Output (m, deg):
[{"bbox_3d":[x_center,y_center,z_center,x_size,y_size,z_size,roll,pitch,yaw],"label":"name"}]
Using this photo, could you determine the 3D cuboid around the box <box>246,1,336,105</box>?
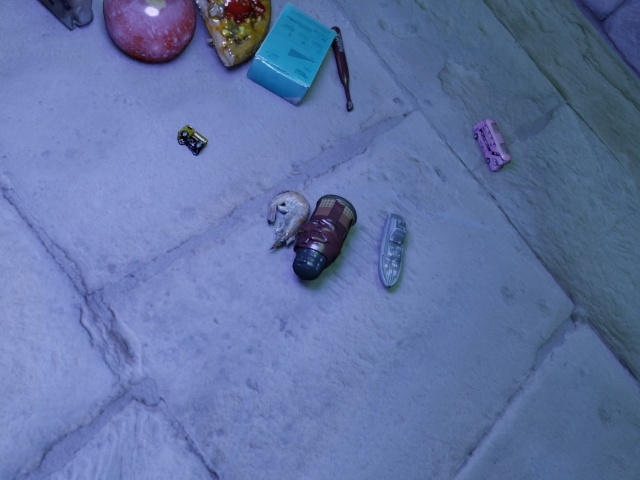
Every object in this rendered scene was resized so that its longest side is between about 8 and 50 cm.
[{"bbox_3d":[-0.096,-0.630,1.855,0.205,0.118,0.311,27,58,-10],"label":"box"}]

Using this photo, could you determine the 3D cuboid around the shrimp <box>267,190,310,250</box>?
[{"bbox_3d":[-0.111,-0.065,1.628,0.126,0.047,0.223,31,54,-4],"label":"shrimp"}]

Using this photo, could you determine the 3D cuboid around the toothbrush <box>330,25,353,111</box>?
[{"bbox_3d":[0.080,-0.624,1.985,0.041,0.041,0.363,1,67,-25],"label":"toothbrush"}]

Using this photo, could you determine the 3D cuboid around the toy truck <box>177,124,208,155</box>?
[{"bbox_3d":[-0.377,-0.298,1.607,0.083,0.049,0.054,38,55,-7],"label":"toy truck"}]

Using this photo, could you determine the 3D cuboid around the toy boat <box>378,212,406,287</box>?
[{"bbox_3d":[0.226,0.029,1.721,0.078,0.085,0.260,21,60,-17],"label":"toy boat"}]

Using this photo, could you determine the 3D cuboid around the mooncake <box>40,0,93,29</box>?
[{"bbox_3d":[-0.735,-0.761,1.531,0.254,0.250,0.136,42,58,-1],"label":"mooncake"}]

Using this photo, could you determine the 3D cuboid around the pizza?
[{"bbox_3d":[-0.308,-0.798,1.740,0.406,0.130,0.439,46,42,-37],"label":"pizza"}]

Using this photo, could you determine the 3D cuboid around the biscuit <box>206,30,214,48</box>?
[{"bbox_3d":[-0.345,-0.724,1.816,0.061,0.055,0.219,16,59,-36],"label":"biscuit"}]

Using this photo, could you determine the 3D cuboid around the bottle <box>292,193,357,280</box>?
[{"bbox_3d":[0.000,0.000,1.599,0.271,0.143,0.156,-62,145,-35],"label":"bottle"}]

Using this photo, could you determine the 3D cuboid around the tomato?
[{"bbox_3d":[-0.497,-0.672,1.618,0.271,0.227,0.270,9,66,-22],"label":"tomato"}]

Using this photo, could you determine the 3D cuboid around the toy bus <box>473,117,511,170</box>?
[{"bbox_3d":[0.662,-0.373,2.116,0.063,0.090,0.203,-10,73,-30],"label":"toy bus"}]
